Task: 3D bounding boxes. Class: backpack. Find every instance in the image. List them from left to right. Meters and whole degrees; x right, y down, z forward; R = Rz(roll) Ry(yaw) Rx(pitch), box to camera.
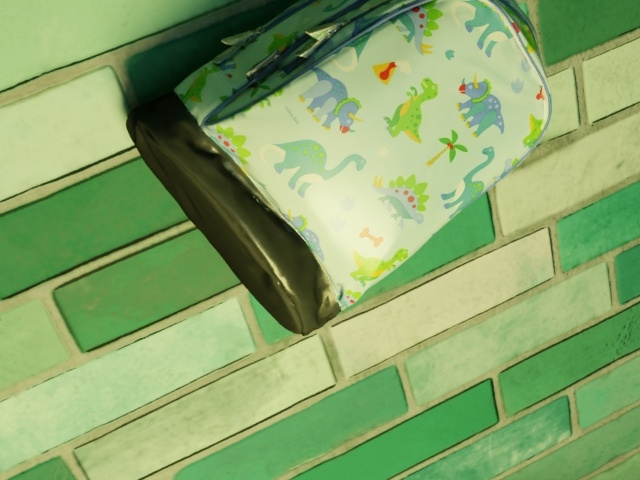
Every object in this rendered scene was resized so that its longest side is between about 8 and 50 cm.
[{"bbox_3d":[0.044,-0.113,0.845,0.355,0.273,0.290,-41,110,-17],"label":"backpack"}]
